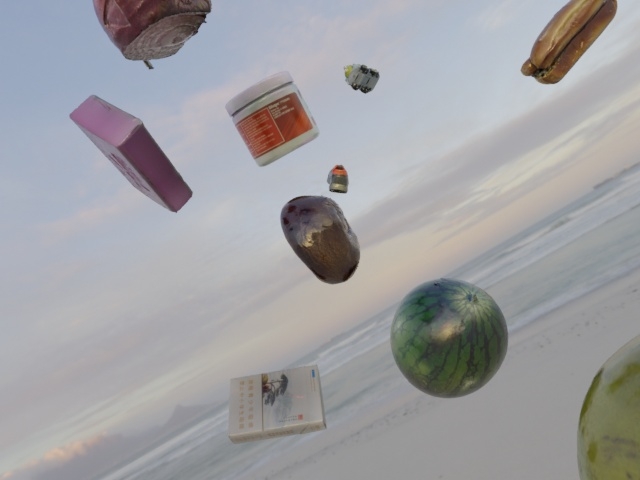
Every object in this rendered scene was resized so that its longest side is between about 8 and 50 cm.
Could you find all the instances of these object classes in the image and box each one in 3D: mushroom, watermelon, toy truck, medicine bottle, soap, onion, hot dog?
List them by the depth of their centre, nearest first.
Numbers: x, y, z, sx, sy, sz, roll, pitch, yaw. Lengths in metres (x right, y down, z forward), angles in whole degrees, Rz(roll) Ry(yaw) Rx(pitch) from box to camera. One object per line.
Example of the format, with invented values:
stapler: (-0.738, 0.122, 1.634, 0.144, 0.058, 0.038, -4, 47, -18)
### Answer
hot dog: (0.461, -0.389, 0.777, 0.249, 0.068, 0.100, -47, -47, -11)
soap: (-0.421, -0.190, 0.968, 0.081, 0.181, 0.259, -53, -23, -17)
mushroom: (0.012, -0.009, 0.979, 0.138, 0.231, 0.194, -39, 12, 6)
onion: (-0.412, -0.580, 1.003, 0.272, 0.230, 0.256, -18, 12, 17)
watermelon: (0.369, 0.277, 1.238, 0.363, 0.363, 0.363, -28, -12, -7)
toy truck: (0.117, -0.500, 1.281, 0.111, 0.077, 0.076, 3, -47, -38)
medicine bottle: (-0.160, -0.409, 1.453, 0.252, 0.241, 0.252, -27, 15, 8)

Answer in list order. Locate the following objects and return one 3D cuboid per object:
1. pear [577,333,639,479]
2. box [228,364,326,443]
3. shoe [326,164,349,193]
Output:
pear: (0.384, 0.217, 0.401, 0.253, 0.253, 0.307, -22, -51, -32)
box: (-0.109, 0.408, 1.062, 0.233, 0.149, 0.067, -9, -40, 1)
shoe: (0.061, -0.211, 1.370, 0.074, 0.077, 0.194, 5, 23, -2)
